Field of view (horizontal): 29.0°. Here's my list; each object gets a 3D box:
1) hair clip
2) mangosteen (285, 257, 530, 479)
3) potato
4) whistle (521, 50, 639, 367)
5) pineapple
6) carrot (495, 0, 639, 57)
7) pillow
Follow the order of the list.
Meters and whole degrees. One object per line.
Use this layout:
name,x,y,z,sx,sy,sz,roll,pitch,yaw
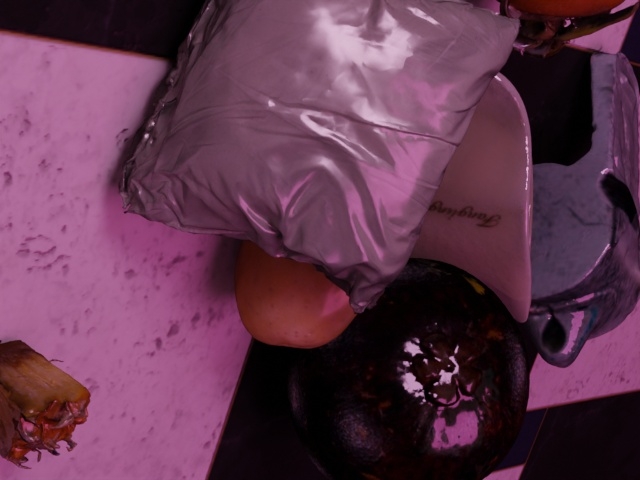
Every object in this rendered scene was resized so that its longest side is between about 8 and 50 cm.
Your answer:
hair clip,0.171,-0.053,1.403,0.113,0.173,0.282,-8,110,-69
mangosteen,0.092,0.157,1.371,0.288,0.288,0.288,-29,133,-36
potato,0.000,0.000,1.234,0.234,0.146,0.150,-51,-173,-13
whistle,0.345,-0.043,1.584,0.404,0.188,0.168,-57,143,-6
pineapple,-0.264,0.141,1.071,0.069,0.137,0.116,-23,87,-45
carrot,0.247,-0.329,1.267,0.214,0.193,0.331,-83,176,-52
pillow,-0.010,-0.118,1.094,0.283,0.138,0.310,26,91,-10
